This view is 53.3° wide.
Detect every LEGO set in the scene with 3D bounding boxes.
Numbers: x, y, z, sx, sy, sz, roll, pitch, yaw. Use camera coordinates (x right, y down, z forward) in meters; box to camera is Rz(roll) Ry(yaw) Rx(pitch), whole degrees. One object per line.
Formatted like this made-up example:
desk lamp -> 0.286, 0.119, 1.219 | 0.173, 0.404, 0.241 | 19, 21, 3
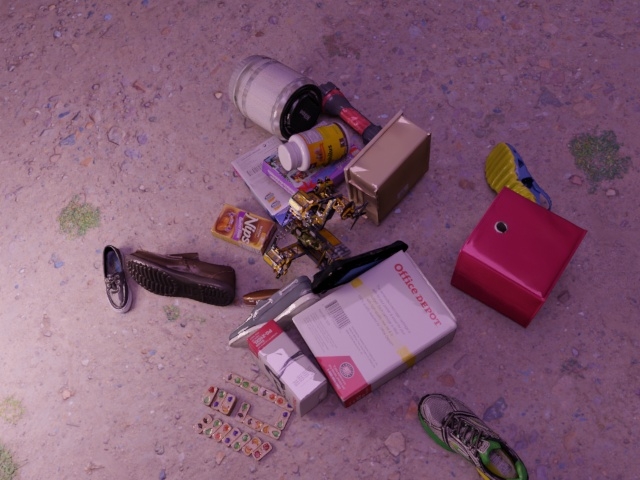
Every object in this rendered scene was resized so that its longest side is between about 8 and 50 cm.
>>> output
LEGO set -> 0.000, 0.000, 1.881 | 0.192, 0.254, 0.331 | 42, 119, 21

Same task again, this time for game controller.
game controller -> 0.117, 0.076, 1.845 | 0.319, 0.166, 0.067 | -17, 79, -41

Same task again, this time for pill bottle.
pill bottle -> -0.020, -0.289, 1.997 | 0.214, 0.117, 0.117 | -22, 64, -24

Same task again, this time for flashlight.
flashlight -> 0.104, -0.416, 2.167 | 0.103, 0.103, 0.304 | -40, 67, -12

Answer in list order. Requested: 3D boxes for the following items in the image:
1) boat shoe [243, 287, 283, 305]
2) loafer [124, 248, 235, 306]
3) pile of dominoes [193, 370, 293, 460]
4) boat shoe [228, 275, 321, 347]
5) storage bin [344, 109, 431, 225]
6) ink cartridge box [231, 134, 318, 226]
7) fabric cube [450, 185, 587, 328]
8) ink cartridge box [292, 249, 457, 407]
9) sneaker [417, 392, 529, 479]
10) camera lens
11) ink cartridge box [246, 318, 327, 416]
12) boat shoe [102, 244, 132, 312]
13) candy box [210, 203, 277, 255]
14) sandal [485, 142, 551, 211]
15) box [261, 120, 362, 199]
boat shoe -> -0.132, 0.184, 1.945 | 0.206, 0.073, 0.073 | -7, 106, 9
loafer -> -0.429, 0.103, 1.998 | 0.365, 0.134, 0.130 | 17, 45, 3
pile of dominoes -> -0.224, 0.501, 1.830 | 0.251, 0.040, 0.196 | 21, 70, 15
boat shoe -> -0.144, 0.214, 1.886 | 0.319, 0.116, 0.099 | -32, 60, 15
storage bin -> 0.213, -0.213, 1.978 | 0.123, 0.260, 0.262 | 37, 75, 21
ink cartridge box -> -0.137, -0.192, 2.115 | 0.185, 0.065, 0.311 | -34, 65, -12
fabric cube -> 0.556, 0.052, 1.825 | 0.258, 0.259, 0.254 | 33, 72, 18
ink cartridge box -> 0.157, 0.254, 1.832 | 0.384, 0.160, 0.279 | -31, 67, -7
sneaker -> 0.410, 0.524, 1.694 | 0.343, 0.146, 0.134 | 35, 74, 20
camera lens -> -0.148, -0.479, 2.147 | 0.274, 0.219, 0.219 | 35, 74, 28
ink cartridge box -> -0.093, 0.362, 1.800 | 0.100, 0.172, 0.237 | -37, 67, -19
boat shoe -> -0.653, 0.117, 2.027 | 0.080, 0.076, 0.229 | -13, 65, 1
candy box -> -0.247, -0.036, 2.065 | 0.186, 0.053, 0.109 | 21, 69, 13
sandal -> 0.625, -0.174, 2.010 | 0.138, 0.126, 0.318 | 7, 53, -30
box -> -0.019, -0.255, 2.083 | 0.201, 0.057, 0.293 | 40, 57, 19
